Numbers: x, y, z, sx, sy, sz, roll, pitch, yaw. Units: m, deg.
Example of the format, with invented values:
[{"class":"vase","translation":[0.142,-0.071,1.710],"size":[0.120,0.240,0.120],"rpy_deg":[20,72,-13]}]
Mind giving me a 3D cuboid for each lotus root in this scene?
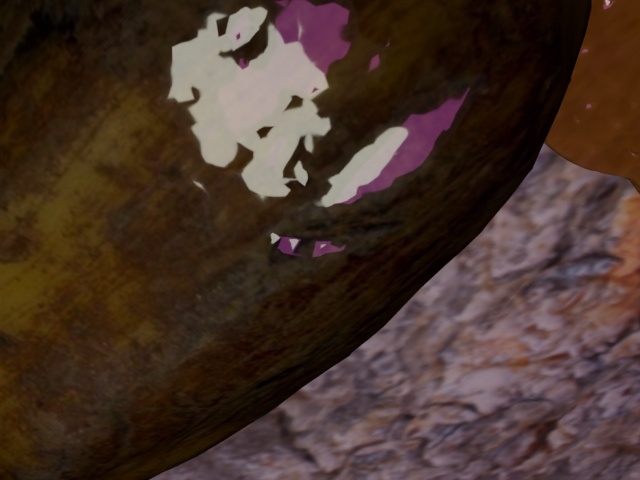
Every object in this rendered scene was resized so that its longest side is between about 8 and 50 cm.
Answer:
[{"class":"lotus root","translation":[-0.048,-0.037,0.516],"size":[0.196,0.179,0.397],"rpy_deg":[30,125,-27]}]

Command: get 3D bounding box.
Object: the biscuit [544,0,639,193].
[{"class":"biscuit","translation":[0.228,-0.133,0.596],"size":[0.351,0.057,0.312],"rpy_deg":[-6,140,-10]}]
